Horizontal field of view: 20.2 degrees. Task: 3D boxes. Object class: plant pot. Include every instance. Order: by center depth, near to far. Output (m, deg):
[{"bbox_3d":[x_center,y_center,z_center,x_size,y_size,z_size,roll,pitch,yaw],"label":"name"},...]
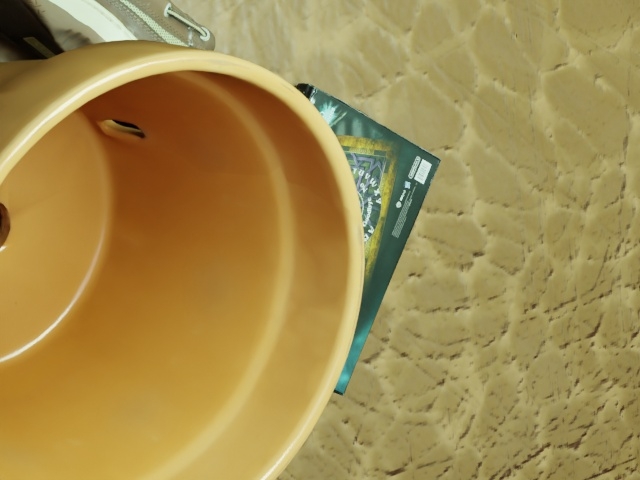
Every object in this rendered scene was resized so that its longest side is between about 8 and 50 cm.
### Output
[{"bbox_3d":[-0.147,0.016,1.029,0.291,0.203,0.291,-16,116,-38],"label":"plant pot"}]

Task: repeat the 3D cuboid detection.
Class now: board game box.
[{"bbox_3d":[0.000,0.000,1.255,0.126,0.026,0.186,28,80,-33],"label":"board game box"}]

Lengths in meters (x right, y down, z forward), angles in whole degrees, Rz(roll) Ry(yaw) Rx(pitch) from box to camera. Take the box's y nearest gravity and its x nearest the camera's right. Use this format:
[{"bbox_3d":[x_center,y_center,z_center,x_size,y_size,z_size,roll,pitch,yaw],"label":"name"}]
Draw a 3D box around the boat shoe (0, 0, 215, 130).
[{"bbox_3d":[-0.160,-0.166,1.092,0.257,0.095,0.095,44,65,-40],"label":"boat shoe"}]
